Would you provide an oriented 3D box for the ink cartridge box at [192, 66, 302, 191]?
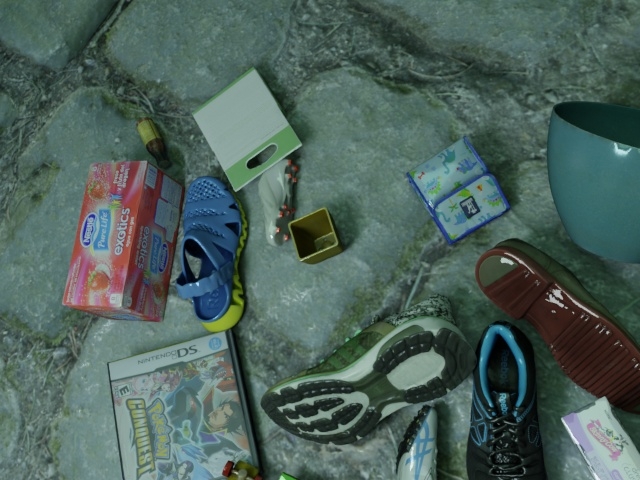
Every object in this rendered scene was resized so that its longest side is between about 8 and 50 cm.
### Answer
[{"bbox_3d":[-0.147,-0.224,1.534,0.171,0.056,0.235,-35,64,7],"label":"ink cartridge box"}]

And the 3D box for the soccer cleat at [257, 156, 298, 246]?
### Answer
[{"bbox_3d":[-0.091,-0.075,1.461,0.076,0.068,0.196,-6,63,25],"label":"soccer cleat"}]

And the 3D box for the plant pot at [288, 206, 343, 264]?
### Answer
[{"bbox_3d":[0.000,0.000,1.385,0.081,0.083,0.081,-24,65,13],"label":"plant pot"}]

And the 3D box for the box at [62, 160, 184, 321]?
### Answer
[{"bbox_3d":[-0.392,0.004,1.501,0.142,0.154,0.300,0,74,22],"label":"box"}]

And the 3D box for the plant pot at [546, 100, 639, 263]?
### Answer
[{"bbox_3d":[0.478,-0.080,1.144,0.290,0.290,0.195,22,117,26],"label":"plant pot"}]

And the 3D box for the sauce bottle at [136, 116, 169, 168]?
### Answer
[{"bbox_3d":[-0.366,-0.213,1.624,0.042,0.042,0.128,-32,63,9],"label":"sauce bottle"}]

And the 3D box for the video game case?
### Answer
[{"bbox_3d":[-0.254,0.325,1.369,0.248,0.035,0.275,-15,67,0],"label":"video game case"}]

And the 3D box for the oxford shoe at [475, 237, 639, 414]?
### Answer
[{"bbox_3d":[0.409,0.119,1.167,0.348,0.130,0.123,46,129,9],"label":"oxford shoe"}]

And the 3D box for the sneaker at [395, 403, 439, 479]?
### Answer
[{"bbox_3d":[0.163,0.388,1.201,0.086,0.085,0.237,14,73,-2],"label":"sneaker"}]

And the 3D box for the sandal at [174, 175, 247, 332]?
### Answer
[{"bbox_3d":[-0.219,0.012,1.440,0.126,0.138,0.317,-17,66,18],"label":"sandal"}]

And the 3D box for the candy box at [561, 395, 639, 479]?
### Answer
[{"bbox_3d":[0.418,0.319,1.050,0.070,0.196,0.165,-29,64,10],"label":"candy box"}]

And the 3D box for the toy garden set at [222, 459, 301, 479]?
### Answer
[{"bbox_3d":[-0.104,0.509,1.260,0.203,0.049,0.244,23,84,9],"label":"toy garden set"}]

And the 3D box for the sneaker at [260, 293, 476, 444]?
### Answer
[{"bbox_3d":[0.080,0.215,1.275,0.410,0.158,0.182,-27,21,25],"label":"sneaker"}]

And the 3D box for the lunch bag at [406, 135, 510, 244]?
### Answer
[{"bbox_3d":[0.244,-0.086,1.318,0.129,0.096,0.151,-32,78,6],"label":"lunch bag"}]

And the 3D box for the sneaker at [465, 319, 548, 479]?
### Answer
[{"bbox_3d":[0.278,0.292,1.147,0.125,0.139,0.341,-7,72,16],"label":"sneaker"}]
